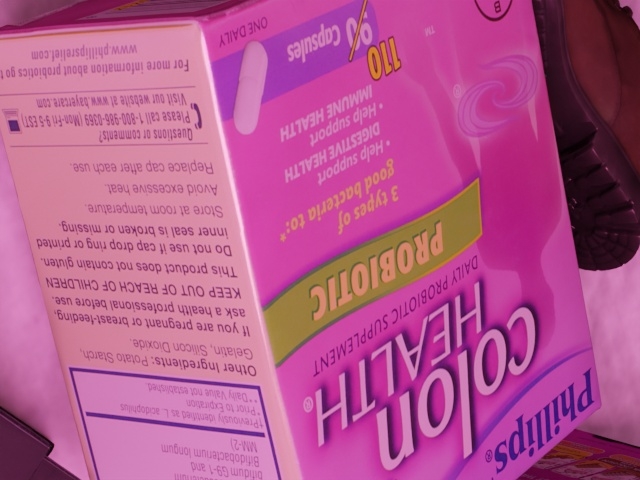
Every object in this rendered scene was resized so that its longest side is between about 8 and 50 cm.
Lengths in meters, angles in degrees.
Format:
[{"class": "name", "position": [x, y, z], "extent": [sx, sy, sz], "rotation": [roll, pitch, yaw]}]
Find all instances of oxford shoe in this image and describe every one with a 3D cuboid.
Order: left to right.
[{"class": "oxford shoe", "position": [0.107, -0.103, 0.871], "extent": [0.096, 0.083, 0.227], "rotation": [-50, 124, -40]}]

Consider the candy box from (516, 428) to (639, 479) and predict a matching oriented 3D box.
[{"class": "candy box", "position": [0.086, 0.155, 0.833], "extent": [0.233, 0.159, 0.071], "rotation": [-8, 100, -33]}]

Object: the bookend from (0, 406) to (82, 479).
[{"class": "bookend", "position": [-0.142, 0.082, 0.663], "extent": [0.156, 0.157, 0.072], "rotation": [41, 74, -31]}]

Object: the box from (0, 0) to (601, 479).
[{"class": "box", "position": [0.000, 0.000, 0.742], "extent": [0.213, 0.117, 0.243], "rotation": [-29, 114, -47]}]
